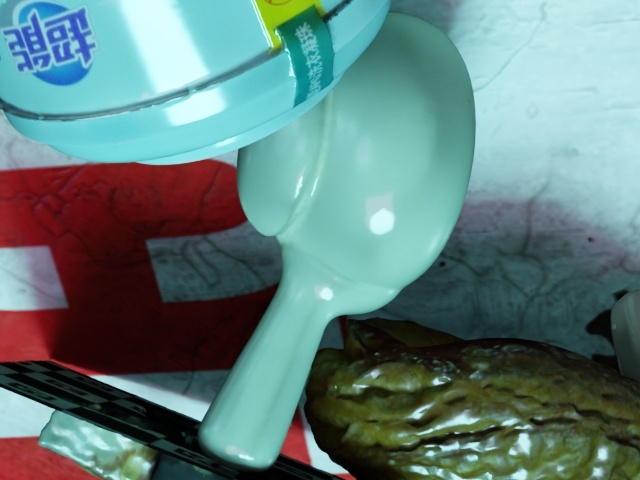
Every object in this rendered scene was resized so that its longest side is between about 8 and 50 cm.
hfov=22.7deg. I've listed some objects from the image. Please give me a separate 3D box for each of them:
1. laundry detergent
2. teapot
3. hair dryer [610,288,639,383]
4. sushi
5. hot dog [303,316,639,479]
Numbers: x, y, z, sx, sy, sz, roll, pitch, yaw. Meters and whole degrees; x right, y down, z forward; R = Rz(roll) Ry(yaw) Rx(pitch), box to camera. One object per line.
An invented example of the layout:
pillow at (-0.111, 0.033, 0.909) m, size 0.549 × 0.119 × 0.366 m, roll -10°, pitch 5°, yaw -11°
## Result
laundry detergent at (-0.112, -0.220, 0.986) m, size 0.287 × 0.287 × 0.305 m, roll -13°, pitch 122°, yaw 17°
teapot at (0.012, -0.011, 1.106) m, size 0.149 × 0.318 × 0.220 m, roll 12°, pitch 148°, yaw -15°
hair dryer at (0.375, 0.157, 1.314) m, size 0.189 × 0.107 × 0.344 m, roll -15°, pitch 128°, yaw 19°
sushi at (-0.101, 0.184, 1.235) m, size 0.343 × 0.359 × 0.064 m, roll 21°, pitch 88°, yaw 3°
hot dog at (0.158, 0.172, 1.242) m, size 0.387 × 0.174 × 0.267 m, roll 40°, pitch 161°, yaw -30°
